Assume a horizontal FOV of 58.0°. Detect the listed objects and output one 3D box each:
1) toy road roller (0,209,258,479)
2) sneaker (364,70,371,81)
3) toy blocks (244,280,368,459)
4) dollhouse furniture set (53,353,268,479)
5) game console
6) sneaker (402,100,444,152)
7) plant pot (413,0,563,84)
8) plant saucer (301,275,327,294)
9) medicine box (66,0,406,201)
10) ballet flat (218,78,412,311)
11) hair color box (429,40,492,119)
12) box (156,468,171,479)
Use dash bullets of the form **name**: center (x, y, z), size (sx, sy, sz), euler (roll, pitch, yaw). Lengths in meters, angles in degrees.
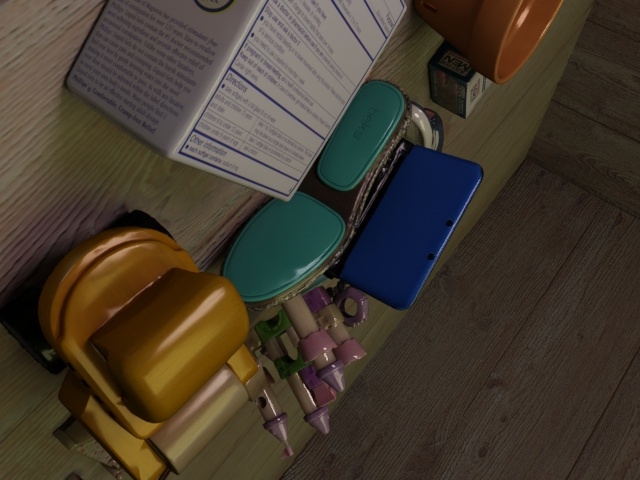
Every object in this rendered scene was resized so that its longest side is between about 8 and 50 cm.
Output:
- **toy road roller**: center (-0.176, 0.138, 0.657), size (0.202, 0.240, 0.329), euler (-44, 123, -30)
- **sneaker**: center (0.054, -0.313, 0.843), size (0.083, 0.084, 0.215), euler (-30, 150, -42)
- **toy blocks**: center (-0.027, 0.261, 1.162), size (0.288, 0.260, 0.309), euler (-34, 169, 20)
- **dollhouse furniture set**: center (-0.266, 0.285, 0.898), size (0.355, 0.174, 0.303), euler (-48, 159, -23)
- **game console**: center (0.146, -0.025, 1.101), size (0.293, 0.173, 0.250), euler (-59, 175, -6)
- **sneaker**: center (0.208, -0.246, 1.267), size (0.148, 0.131, 0.350), euler (-61, 167, -8)
- **plant pot**: center (0.302, -0.452, 1.020), size (0.291, 0.203, 0.291), euler (-46, 158, -26)
- **plant saucer**: center (0.003, 0.080, 1.440), size (0.192, 0.018, 0.067), euler (-27, 146, -55)
- **medicine box**: center (-0.066, -0.213, 0.613), size (0.289, 0.149, 0.263), euler (-59, 160, 6)
- **ballet flat**: center (0.006, -0.066, 1.029), size (0.483, 0.164, 0.182), euler (-55, 171, -12)
- **hair color box**: center (0.392, -0.476, 1.341), size (0.347, 0.105, 0.174), euler (-55, 160, -5)
- **box**: center (-0.280, 0.389, 1.119), size (0.164, 0.021, 0.201), euler (-56, -172, 2)
